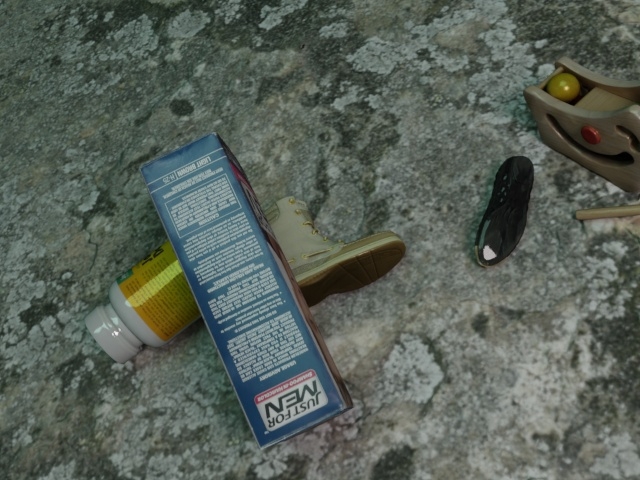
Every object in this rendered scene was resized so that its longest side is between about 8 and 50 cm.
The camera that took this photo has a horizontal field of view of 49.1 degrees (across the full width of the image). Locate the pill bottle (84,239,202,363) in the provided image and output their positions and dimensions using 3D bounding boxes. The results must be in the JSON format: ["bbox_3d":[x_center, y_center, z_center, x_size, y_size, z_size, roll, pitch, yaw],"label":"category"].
[{"bbox_3d":[-0.223,0.077,0.996,0.208,0.117,0.117,-38,52,-6],"label":"pill bottle"}]

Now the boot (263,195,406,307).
[{"bbox_3d":[0.000,0.000,0.989,0.213,0.077,0.165,-24,50,8],"label":"boot"}]

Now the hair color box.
[{"bbox_3d":[-0.082,0.062,0.839,0.105,0.174,0.347,-26,76,1],"label":"hair color box"}]

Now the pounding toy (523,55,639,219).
[{"bbox_3d":[0.361,-0.125,0.883,0.155,0.154,0.269,-41,52,-9],"label":"pounding toy"}]

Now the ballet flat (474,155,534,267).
[{"bbox_3d":[0.249,-0.037,0.946,0.058,0.049,0.173,26,70,-2],"label":"ballet flat"}]
